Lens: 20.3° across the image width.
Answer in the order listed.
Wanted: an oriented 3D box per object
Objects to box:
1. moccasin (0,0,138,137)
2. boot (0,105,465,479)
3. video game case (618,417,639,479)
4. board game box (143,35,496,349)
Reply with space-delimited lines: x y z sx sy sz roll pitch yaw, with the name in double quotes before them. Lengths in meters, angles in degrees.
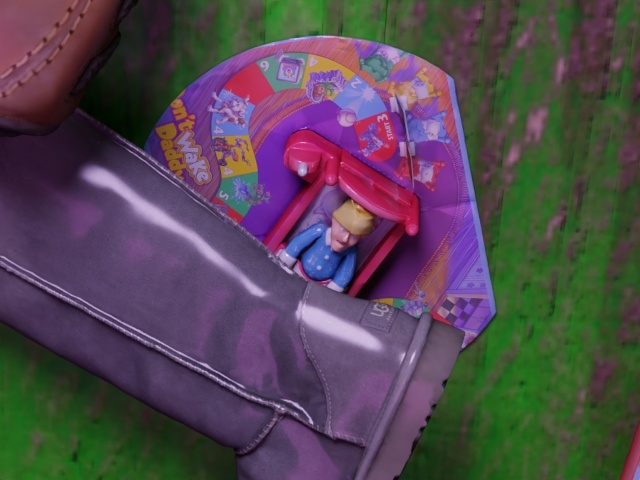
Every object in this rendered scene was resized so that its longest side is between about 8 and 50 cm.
"moccasin" -0.235 -0.170 0.620 0.380 0.139 0.147 24 100 -4
"boot" -0.066 0.059 0.732 0.208 0.076 0.190 24 105 0
"video game case" 0.208 0.196 0.790 0.204 0.025 0.285 16 97 -5
"board game box" 0.000 0.000 0.746 0.133 0.033 0.169 -9 114 7
